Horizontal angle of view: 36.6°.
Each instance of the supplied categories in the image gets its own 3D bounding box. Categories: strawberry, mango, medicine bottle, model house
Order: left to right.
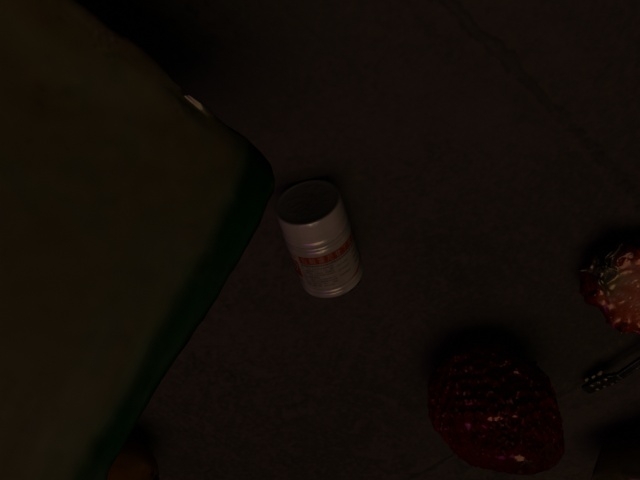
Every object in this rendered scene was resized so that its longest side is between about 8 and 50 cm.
[{"bbox_3d":[-0.300,0.023,0.606,0.335,0.382,0.343,37,155,-32],"label":"model house"},{"bbox_3d":[-0.237,0.255,1.001,0.111,0.089,0.163,39,130,-19],"label":"mango"},{"bbox_3d":[0.000,0.000,0.803,0.057,0.057,0.089,-12,132,7],"label":"medicine bottle"},{"bbox_3d":[0.166,0.168,0.909,0.131,0.148,0.131,-2,134,-2],"label":"strawberry"},{"bbox_3d":[0.301,0.039,0.866,0.152,0.048,0.103,17,120,-11],"label":"strawberry"}]

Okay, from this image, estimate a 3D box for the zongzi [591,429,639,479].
[{"bbox_3d":[0.437,0.291,1.023,0.228,0.115,0.256,-18,116,33],"label":"zongzi"}]

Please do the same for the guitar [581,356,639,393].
[{"bbox_3d":[0.346,0.084,0.930,0.088,0.025,0.233,31,124,-28],"label":"guitar"}]
